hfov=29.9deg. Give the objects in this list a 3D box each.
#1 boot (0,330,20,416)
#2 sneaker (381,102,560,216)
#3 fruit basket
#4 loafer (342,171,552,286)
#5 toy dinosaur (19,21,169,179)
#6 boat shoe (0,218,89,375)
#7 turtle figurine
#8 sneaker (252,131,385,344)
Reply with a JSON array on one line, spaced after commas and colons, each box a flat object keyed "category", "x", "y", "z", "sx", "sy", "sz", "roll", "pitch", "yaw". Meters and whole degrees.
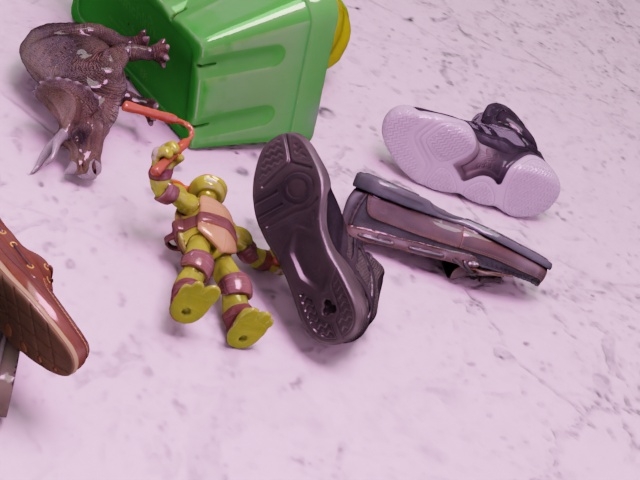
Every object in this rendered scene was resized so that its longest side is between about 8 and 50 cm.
[{"category": "boot", "x": -0.354, "y": 0.062, "z": 1.004, "sx": 0.208, "sy": 0.076, "sz": 0.190, "roll": 11, "pitch": 34, "yaw": -13}, {"category": "sneaker", "x": 0.197, "y": -0.133, "z": 1.638, "sx": 0.268, "sy": 0.101, "sz": 0.153, "roll": 23, "pitch": 32, "yaw": -18}, {"category": "fruit basket", "x": -0.091, "y": -0.305, "z": 1.542, "sx": 0.392, "sy": 0.283, "sz": 0.392, "roll": 6, "pitch": 47, "yaw": -7}, {"category": "loafer", "x": 0.147, "y": 0.005, "z": 1.446, "sx": 0.267, "sy": 0.084, "sz": 0.096, "roll": 25, "pitch": 1, "yaw": -11}, {"category": "toy dinosaur", "x": -0.275, "y": -0.204, "z": 1.366, "sx": 0.160, "sy": 0.121, "sz": 0.313, "roll": -1, "pitch": 41, "yaw": -32}, {"category": "boat shoe", "x": -0.246, "y": 0.035, "z": 0.990, "sx": 0.178, "sy": 0.064, "sz": 0.060, "roll": 45, "pitch": 47, "yaw": 15}, {"category": "turtle figurine", "x": -0.121, "y": -0.006, "z": 1.222, "sx": 0.269, "sy": 0.087, "sz": 0.217, "roll": 45, "pitch": 24, "yaw": -39}, {"category": "sneaker", "x": 0.000, "y": 0.000, "z": 1.267, "sx": 0.227, "sy": 0.087, "sz": 0.130, "roll": 68, "pitch": 13, "yaw": 10}]
